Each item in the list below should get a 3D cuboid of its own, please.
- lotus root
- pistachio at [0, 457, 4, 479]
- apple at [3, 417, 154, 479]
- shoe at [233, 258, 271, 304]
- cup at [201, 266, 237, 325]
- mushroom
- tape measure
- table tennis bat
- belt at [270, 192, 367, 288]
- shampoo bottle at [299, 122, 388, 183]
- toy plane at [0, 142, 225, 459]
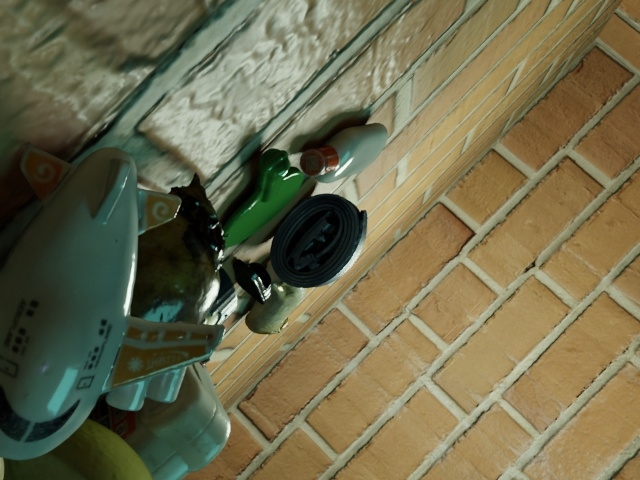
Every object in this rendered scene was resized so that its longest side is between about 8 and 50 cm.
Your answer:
[{"bbox_3d":[-0.206,0.070,0.641,0.314,0.141,0.169,-42,168,-16],"label":"lotus root"},{"bbox_3d":[-0.376,0.236,0.498,0.299,0.187,0.187,-48,170,-4],"label":"pistachio"},{"bbox_3d":[-0.352,0.347,0.814,0.295,0.258,0.233,-42,-176,-7],"label":"apple"},{"bbox_3d":[-0.117,0.066,1.208,0.049,0.071,0.179,-47,167,-16],"label":"shoe"},{"bbox_3d":[-0.195,0.079,0.836,0.155,0.131,0.176,-42,145,-45],"label":"cup"},{"bbox_3d":[-0.095,0.123,1.454,0.123,0.095,0.351,-22,160,-20],"label":"mushroom"},{"bbox_3d":[-0.267,0.294,1.070,0.265,0.130,0.258,-38,-155,-7],"label":"tape measure"},{"bbox_3d":[-0.080,-0.062,0.940,0.160,0.039,0.257,-41,174,-20],"label":"table tennis bat"},{"bbox_3d":[0.000,0.000,1.193,0.190,0.141,0.082,-49,171,7],"label":"belt"},{"bbox_3d":[0.035,-0.136,1.050,0.108,0.051,0.221,-48,170,28],"label":"shampoo bottle"},{"bbox_3d":[-0.190,0.047,0.490,0.245,0.244,0.117,-43,-157,-14],"label":"toy plane"}]
